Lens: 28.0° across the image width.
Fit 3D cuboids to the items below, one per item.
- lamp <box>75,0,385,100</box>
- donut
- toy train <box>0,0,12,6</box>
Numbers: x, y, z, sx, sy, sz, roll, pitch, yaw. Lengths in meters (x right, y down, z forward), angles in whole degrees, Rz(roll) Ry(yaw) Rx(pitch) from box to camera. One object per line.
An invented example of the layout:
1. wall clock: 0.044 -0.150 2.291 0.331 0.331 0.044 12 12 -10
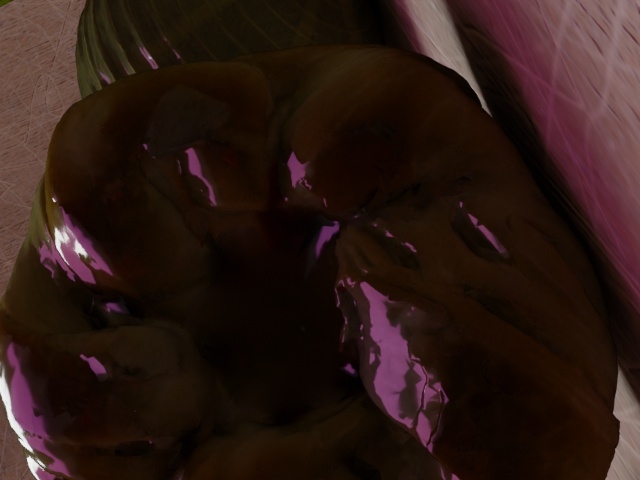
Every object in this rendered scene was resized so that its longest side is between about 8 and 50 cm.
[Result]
1. lamp: -0.055 -0.156 0.992 0.250 0.284 0.250 25 -139 -24
2. donut: -0.009 0.056 0.730 0.360 0.360 0.170 64 -166 1
3. toy train: -0.160 -0.310 0.560 0.442 0.272 0.179 64 176 -8
